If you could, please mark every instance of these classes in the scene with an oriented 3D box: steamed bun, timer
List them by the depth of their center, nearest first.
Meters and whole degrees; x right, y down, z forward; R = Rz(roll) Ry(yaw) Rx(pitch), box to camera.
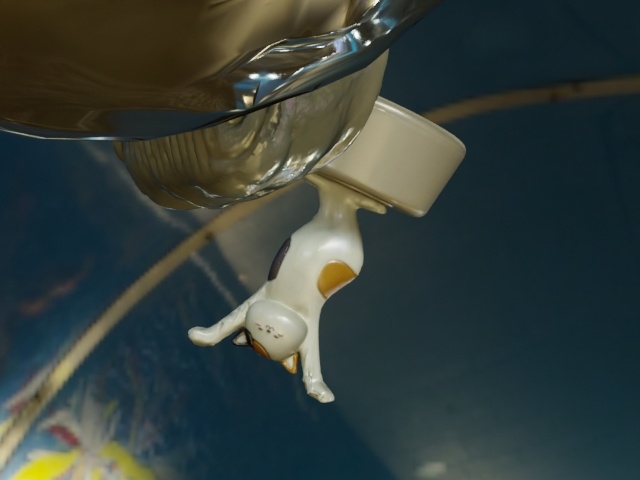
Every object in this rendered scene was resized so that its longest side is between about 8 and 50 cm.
[{"bbox_3d":[-0.037,-0.123,0.855,0.144,0.211,0.218,-1,-5,-28],"label":"steamed bun"},{"bbox_3d":[0.000,0.000,1.307,0.175,0.266,0.175,24,0,0],"label":"timer"}]

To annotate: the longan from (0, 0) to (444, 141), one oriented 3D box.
[{"bbox_3d":[-0.080,-0.250,0.435,0.404,0.404,0.435,-5,-64,15],"label":"longan"}]
